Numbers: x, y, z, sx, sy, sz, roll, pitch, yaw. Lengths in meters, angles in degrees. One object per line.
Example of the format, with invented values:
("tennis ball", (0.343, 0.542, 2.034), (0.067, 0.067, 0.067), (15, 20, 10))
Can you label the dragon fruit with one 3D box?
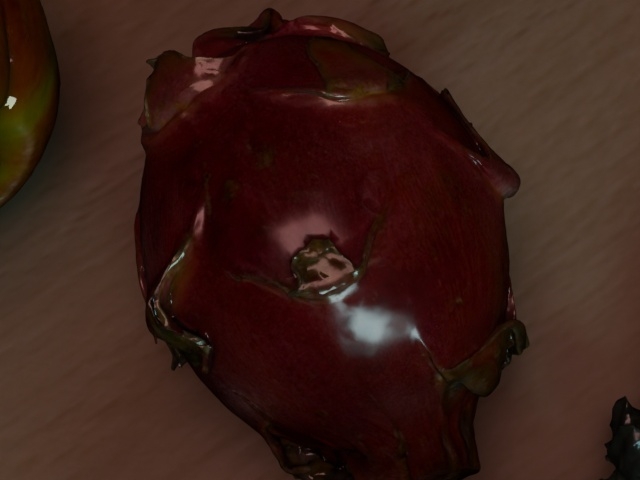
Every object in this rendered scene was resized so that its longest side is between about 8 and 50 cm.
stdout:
("dragon fruit", (0.001, 0.004, 1.210), (0.250, 0.250, 0.315), (1, 79, 6))

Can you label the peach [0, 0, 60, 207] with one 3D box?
("peach", (-0.312, -0.114, 1.261), (0.280, 0.238, 0.281), (0, 90, 20))

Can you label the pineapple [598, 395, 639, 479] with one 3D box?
("pineapple", (0.226, 0.128, 1.219), (0.125, 0.125, 0.251), (44, 89, 14))
